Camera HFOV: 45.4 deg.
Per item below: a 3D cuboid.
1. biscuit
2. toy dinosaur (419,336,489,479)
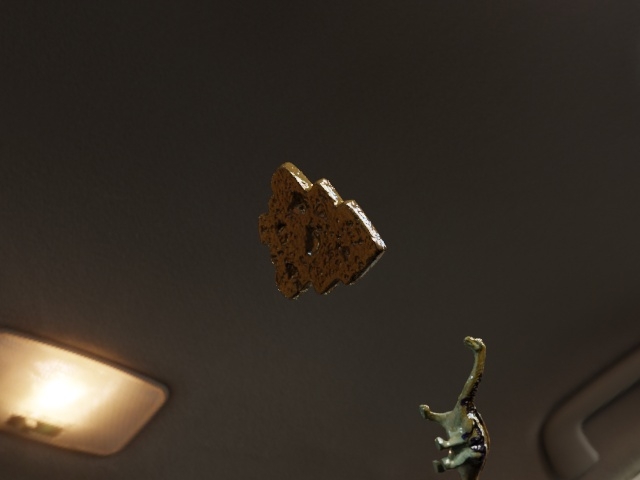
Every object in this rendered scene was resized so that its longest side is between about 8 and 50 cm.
[{"bbox_3d":[0.001,0.000,1.473,0.043,0.301,0.278,-17,-65,-49],"label":"biscuit"},{"bbox_3d":[0.111,0.169,0.618,0.058,0.037,0.180,-5,-75,-6],"label":"toy dinosaur"}]
